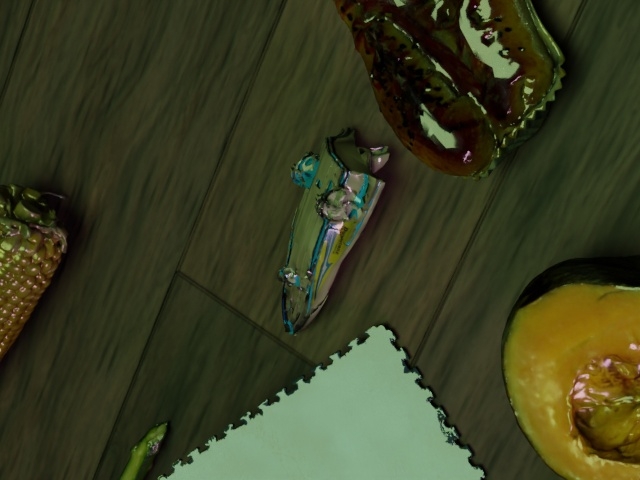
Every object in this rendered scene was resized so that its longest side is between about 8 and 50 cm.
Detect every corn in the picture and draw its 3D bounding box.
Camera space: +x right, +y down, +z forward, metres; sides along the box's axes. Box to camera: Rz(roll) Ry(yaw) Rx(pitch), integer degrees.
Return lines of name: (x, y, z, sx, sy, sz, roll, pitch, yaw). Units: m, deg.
corn: (-0.345, 0.073, 1.761, 0.106, 0.106, 0.305, 43, 122, 16)

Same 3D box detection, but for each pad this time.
pad: (0.023, 0.251, 1.583, 0.269, 0.012, 0.270, -34, 82, 14)

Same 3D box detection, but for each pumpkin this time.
pumpkin: (0.283, 0.077, 1.363, 0.317, 0.139, 0.222, -2, 103, 34)

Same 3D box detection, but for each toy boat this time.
toy boat: (0.000, 0.000, 1.560, 0.084, 0.066, 0.210, 60, 140, 46)

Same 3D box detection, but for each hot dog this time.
hot dog: (0.091, -0.182, 1.452, 0.162, 0.082, 0.270, -33, 82, 30)

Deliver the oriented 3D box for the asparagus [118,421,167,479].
asparagus: (-0.175, 0.216, 1.733, 0.025, 0.021, 0.108, 39, 118, 19)
